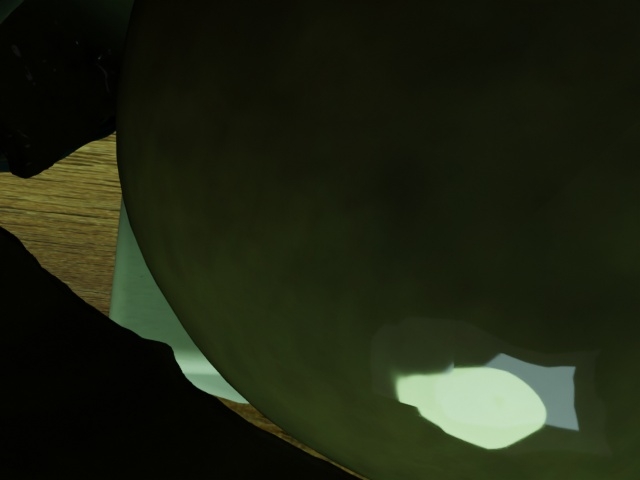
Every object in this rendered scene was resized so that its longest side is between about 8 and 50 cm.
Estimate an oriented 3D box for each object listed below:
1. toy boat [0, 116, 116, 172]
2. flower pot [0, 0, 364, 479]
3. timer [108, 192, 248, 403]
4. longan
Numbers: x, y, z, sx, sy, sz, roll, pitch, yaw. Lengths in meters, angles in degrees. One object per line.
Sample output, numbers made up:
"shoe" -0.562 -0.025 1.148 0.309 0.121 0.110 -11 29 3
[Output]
"toy boat" -0.210 -0.090 0.963 0.246 0.093 0.103 5 134 -44
"flower pot" -0.126 -0.010 0.816 0.379 0.379 0.251 15 -173 -43
"timer" 0.000 0.000 1.056 0.194 0.192 0.195 1 169 19
"longan" 0.075 -0.048 0.568 0.297 0.297 0.297 4 169 1
